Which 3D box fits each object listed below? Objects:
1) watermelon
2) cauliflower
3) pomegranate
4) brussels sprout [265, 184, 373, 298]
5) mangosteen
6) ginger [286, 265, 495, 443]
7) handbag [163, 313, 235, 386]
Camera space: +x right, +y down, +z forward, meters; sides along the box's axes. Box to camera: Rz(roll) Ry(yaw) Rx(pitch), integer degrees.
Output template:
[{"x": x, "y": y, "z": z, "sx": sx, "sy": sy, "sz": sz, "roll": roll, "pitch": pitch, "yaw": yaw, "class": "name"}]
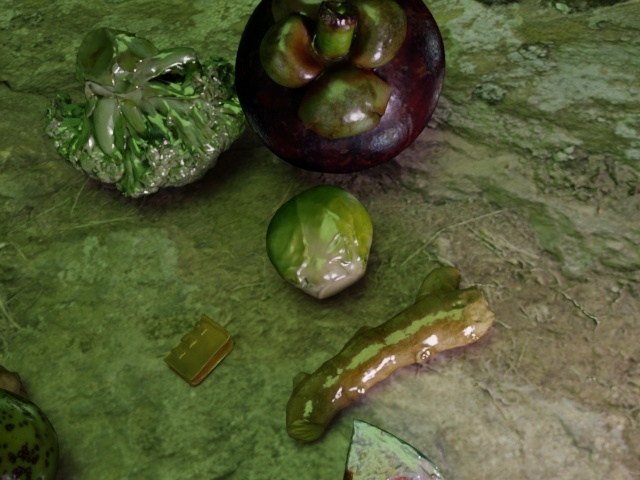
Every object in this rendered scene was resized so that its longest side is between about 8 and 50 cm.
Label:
[{"x": 0.043, "y": 0.266, "z": 1.013, "sx": 0.158, "sy": 0.098, "sz": 0.121, "roll": -35, "pitch": 53, "yaw": -6, "class": "watermelon"}, {"x": -0.258, "y": -0.201, "z": 1.330, "sx": 0.275, "sy": 0.250, "sz": 0.272, "roll": -46, "pitch": 55, "yaw": -13, "class": "cauliflower"}, {"x": -0.426, "y": 0.260, "z": 1.104, "sx": 0.222, "sy": 0.276, "sz": 0.203, "roll": 9, "pitch": 94, "yaw": -7, "class": "pomegranate"}, {"x": 0.003, "y": 0.000, "z": 1.200, "sx": 0.155, "sy": 0.117, "sz": 0.155, "roll": -6, "pitch": 73, "yaw": 21, "class": "brussels sprout"}, {"x": 0.034, "y": -0.243, "z": 1.248, "sx": 0.301, "sy": 0.300, "sz": 0.300, "roll": -7, "pitch": 54, "yaw": 10, "class": "mangosteen"}, {"x": 0.077, "y": 0.140, "z": 1.109, "sx": 0.299, "sy": 0.065, "sz": 0.118, "roll": -34, "pitch": 40, "yaw": -12, "class": "ginger"}, {"x": -0.159, "y": 0.144, "z": 1.194, "sx": 0.061, "sy": 0.027, "sz": 0.083, "roll": 33, "pitch": 70, "yaw": 30, "class": "handbag"}]
